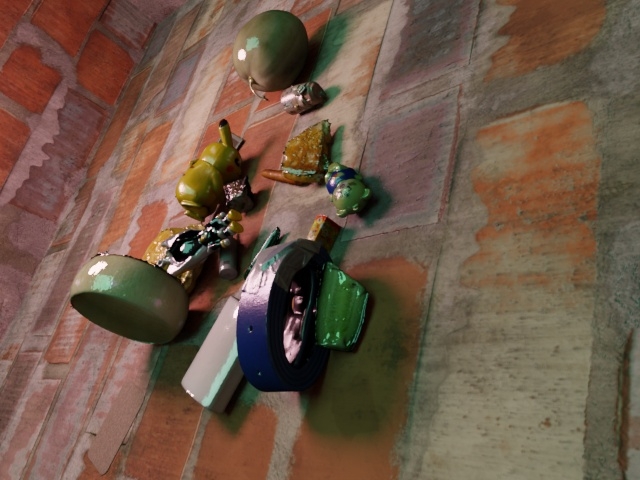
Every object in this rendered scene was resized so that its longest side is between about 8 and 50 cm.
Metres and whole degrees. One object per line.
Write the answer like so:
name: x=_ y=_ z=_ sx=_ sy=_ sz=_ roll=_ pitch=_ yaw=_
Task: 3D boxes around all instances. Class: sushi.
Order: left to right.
sushi: x=-0.254 y=-0.144 z=1.867 sx=0.098 sy=0.094 sz=0.084 roll=-23 pitch=49 yaw=15

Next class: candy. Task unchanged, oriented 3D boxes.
candy: x=0.000 y=0.000 z=1.488 sx=0.038 sy=0.062 sz=0.121 roll=7 pitch=68 yaw=51

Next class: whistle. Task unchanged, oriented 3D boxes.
whistle: x=0.063 y=-0.142 z=1.509 sx=0.105 sy=0.085 sz=0.227 roll=-36 pitch=39 yaw=11

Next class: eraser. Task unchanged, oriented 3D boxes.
eraser: x=-0.245 y=0.292 z=1.511 sx=0.174 sy=0.095 sz=0.270 roll=19 pitch=77 yaw=53

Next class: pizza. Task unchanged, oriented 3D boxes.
pizza: x=-0.035 y=-0.253 z=1.708 sx=0.147 sy=0.069 sz=0.226 roll=-7 pitch=55 yaw=16

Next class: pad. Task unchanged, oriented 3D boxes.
pad: x=-0.641 y=0.579 z=1.814 sx=0.176 sy=0.002 sz=0.266 roll=11 pitch=71 yaw=51

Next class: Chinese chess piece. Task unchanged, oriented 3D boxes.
Chinese chess piece: x=-0.571 y=0.180 z=1.754 sx=0.350 sy=0.349 sz=0.146 roll=-17 pitch=45 yaw=41

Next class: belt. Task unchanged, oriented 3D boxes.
belt: x=-0.075 y=0.167 z=1.317 sx=0.117 sy=0.213 sz=0.346 roll=-15 pitch=56 yaw=44

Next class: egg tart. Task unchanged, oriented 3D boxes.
egg tart: x=-0.509 y=0.067 z=1.957 sx=0.341 sy=0.132 sz=0.341 roll=-30 pitch=43 yaw=33

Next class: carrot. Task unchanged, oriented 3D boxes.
carrot: x=-0.122 y=-0.202 z=1.805 sx=0.248 sy=0.043 sz=0.043 roll=18 pitch=77 yaw=55

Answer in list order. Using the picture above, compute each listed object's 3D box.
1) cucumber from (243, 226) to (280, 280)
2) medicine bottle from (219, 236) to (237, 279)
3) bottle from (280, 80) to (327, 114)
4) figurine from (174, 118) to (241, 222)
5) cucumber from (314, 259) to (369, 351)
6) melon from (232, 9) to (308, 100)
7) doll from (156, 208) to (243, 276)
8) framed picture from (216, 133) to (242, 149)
cucumber: x=-0.165 y=0.042 z=1.670 sx=0.036 sy=0.033 sz=0.184 roll=36 pitch=91 yaw=29
medicine bottle: x=-0.285 y=0.030 z=1.794 sx=0.058 sy=0.058 sz=0.199 roll=-36 pitch=40 yaw=25
bottle: x=-0.052 y=-0.472 z=1.891 sx=0.152 sy=0.099 sz=0.098 roll=-6 pitch=58 yaw=46
figurine: x=-0.378 y=-0.226 z=2.008 sx=0.326 sy=0.169 sz=0.218 roll=-55 pitch=-4 yaw=-20
cucumber: x=0.045 y=0.153 z=1.304 sx=0.085 sy=0.116 sz=0.192 roll=97 pitch=-177 yaw=-67
melon: x=-0.174 y=-0.665 z=2.051 sx=0.308 sy=0.271 sz=0.272 roll=-39 pitch=29 yaw=-26
doll: x=-0.376 y=0.006 z=1.777 sx=0.316 sy=0.103 sz=0.145 roll=-29 pitch=73 yaw=19
framed picture: x=-0.401 y=-0.302 z=2.223 sx=0.252 sy=0.014 sz=0.197 roll=-55 pitch=36 yaw=1
